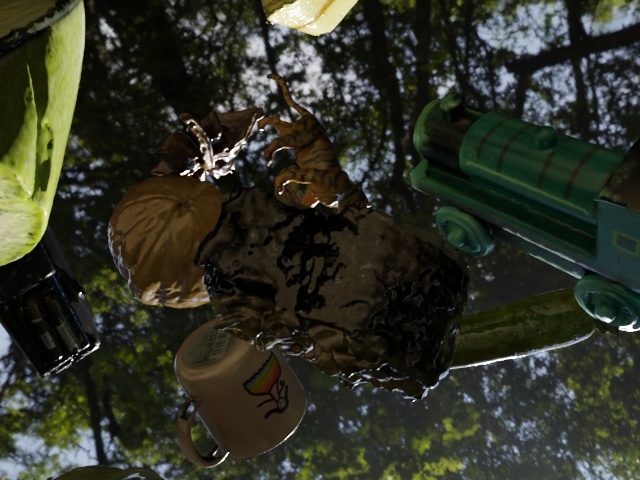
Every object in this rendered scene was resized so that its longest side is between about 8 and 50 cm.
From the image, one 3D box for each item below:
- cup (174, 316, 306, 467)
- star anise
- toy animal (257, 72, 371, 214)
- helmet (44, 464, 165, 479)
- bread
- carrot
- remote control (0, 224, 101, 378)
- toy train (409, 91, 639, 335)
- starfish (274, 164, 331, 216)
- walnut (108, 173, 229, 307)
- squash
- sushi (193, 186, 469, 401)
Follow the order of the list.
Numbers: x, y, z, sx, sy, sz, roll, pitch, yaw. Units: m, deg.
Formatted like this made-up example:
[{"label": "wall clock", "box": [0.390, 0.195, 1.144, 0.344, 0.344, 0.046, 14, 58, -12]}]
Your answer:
[{"label": "cup", "box": [-0.168, 0.276, 1.172, 0.191, 0.200, 0.253, 4, -138, 41]}, {"label": "star anise", "box": [-0.269, -0.200, 1.486, 0.292, 0.109, 0.349, -35, 171, -40]}, {"label": "toy animal", "box": [-0.025, -0.141, 0.926, 0.116, 0.114, 0.255, -21, -101, 1]}, {"label": "helmet", "box": [-0.298, 0.375, 0.839, 0.137, 0.257, 0.204, 15, -116, 38]}, {"label": "bread", "box": [-0.054, -0.540, 1.244, 0.198, 0.236, 0.263, -42, 172, 22]}, {"label": "carrot", "box": [0.175, 0.132, 0.848, 0.358, 0.074, 0.074, -14, -142, 7]}, {"label": "remote control", "box": [-0.448, 0.040, 0.962, 0.062, 0.399, 0.144, 21, -132, 41]}, {"label": "toy train", "box": [0.215, -0.040, 0.597, 0.298, 0.194, 0.120, 30, -111, 36]}, {"label": "starfish", "box": [0.004, -0.002, 1.262, 0.312, 0.303, 0.113, -35, -149, 50]}, {"label": "walnut", "box": [-0.320, 0.008, 1.447, 0.333, 0.333, 0.333, -24, -144, 19]}, {"label": "squash", "box": [-0.305, -0.147, 0.526, 0.233, 0.210, 0.309, -8, -118, 10]}, {"label": "sushi", "box": [-0.005, 0.035, 0.473, 0.212, 0.147, 0.115, 13, -109, 37]}]
